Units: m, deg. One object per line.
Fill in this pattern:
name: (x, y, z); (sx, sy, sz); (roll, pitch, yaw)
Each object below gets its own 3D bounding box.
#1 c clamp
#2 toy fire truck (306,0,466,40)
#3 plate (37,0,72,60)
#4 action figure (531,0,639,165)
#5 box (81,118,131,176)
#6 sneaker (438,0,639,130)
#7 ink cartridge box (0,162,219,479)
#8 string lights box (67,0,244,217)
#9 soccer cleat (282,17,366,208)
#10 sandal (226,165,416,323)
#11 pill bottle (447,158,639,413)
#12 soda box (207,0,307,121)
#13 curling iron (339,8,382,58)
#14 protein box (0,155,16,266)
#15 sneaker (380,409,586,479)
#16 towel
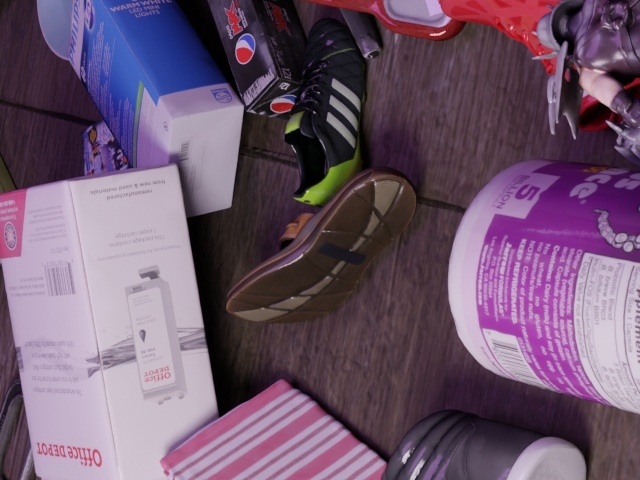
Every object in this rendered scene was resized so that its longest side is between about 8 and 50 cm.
c clamp: (-0.320, 0.235, 2.001); (0.137, 0.022, 0.161); (30, 108, 52)
toy fire truck: (0.034, -0.336, 1.578); (0.254, 0.169, 0.302); (14, 94, 14)
plate: (-0.243, -0.282, 1.990); (0.188, 0.024, 0.188); (-9, 78, 47)
action figure: (0.266, -0.140, 1.286); (0.285, 0.099, 0.185); (4, 85, 38)
box: (-0.204, -0.063, 1.906); (0.094, 0.027, 0.137); (-25, 66, 43)
sneaker: (0.172, -0.151, 1.442); (0.221, 0.087, 0.128); (3, 86, 48)
ink cartridge box: (-0.203, 0.081, 1.745); (0.207, 0.117, 0.283); (-6, 94, 60)
string lights box: (-0.165, -0.156, 1.805); (0.260, 0.076, 0.133); (58, 151, 37)
soccer cleat: (0.002, -0.115, 1.643); (0.060, 0.072, 0.179); (-18, 71, 46)
sandal: (0.000, 0.000, 1.622); (0.219, 0.090, 0.060); (-49, 34, 34)
pill bottle: (0.244, 0.038, 1.266); (0.301, 0.169, 0.169); (11, 92, 49)
soda box: (-0.056, -0.195, 1.732); (0.053, 0.060, 0.169); (-41, 54, 35)
curling iron: (0.009, -0.284, 1.691); (0.068, 0.035, 0.274); (-35, 59, 40)
protein box: (-0.467, -0.055, 2.074); (0.136, 0.201, 0.200); (-54, 48, 29)
sneaker: (0.095, 0.267, 1.459); (0.147, 0.104, 0.296); (28, 99, 49)
towel: (-0.034, 0.204, 1.602); (0.197, 0.144, 0.029); (36, 151, 46)
